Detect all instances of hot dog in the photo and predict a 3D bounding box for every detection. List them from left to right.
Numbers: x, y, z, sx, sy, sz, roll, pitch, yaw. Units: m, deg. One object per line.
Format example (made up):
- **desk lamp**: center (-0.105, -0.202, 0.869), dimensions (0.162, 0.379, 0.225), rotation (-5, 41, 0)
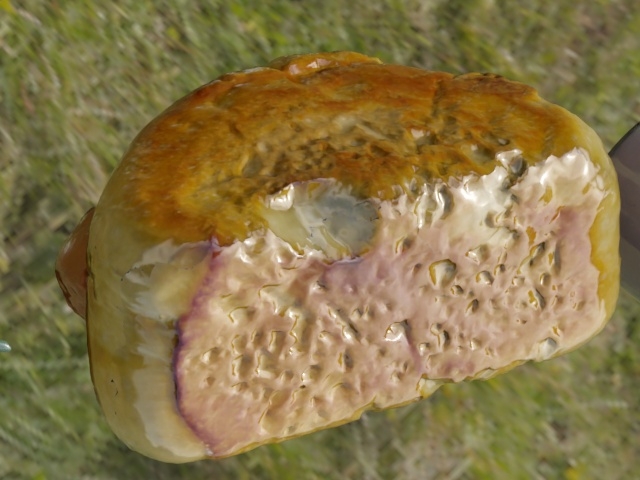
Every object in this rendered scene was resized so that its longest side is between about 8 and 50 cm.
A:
- **hot dog**: center (0.000, 0.000, 0.848), dimensions (0.257, 0.153, 0.150), rotation (-14, 121, -24)

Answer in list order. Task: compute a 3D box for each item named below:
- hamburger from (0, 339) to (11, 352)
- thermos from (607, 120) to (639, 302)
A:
- **hamburger**: center (-0.362, 0.096, 1.326), dimensions (0.260, 0.150, 0.276), rotation (-49, 159, -27)
- **thermos**: center (0.230, 0.008, 0.884), dimensions (0.105, 0.193, 0.137), rotation (12, 114, -43)
